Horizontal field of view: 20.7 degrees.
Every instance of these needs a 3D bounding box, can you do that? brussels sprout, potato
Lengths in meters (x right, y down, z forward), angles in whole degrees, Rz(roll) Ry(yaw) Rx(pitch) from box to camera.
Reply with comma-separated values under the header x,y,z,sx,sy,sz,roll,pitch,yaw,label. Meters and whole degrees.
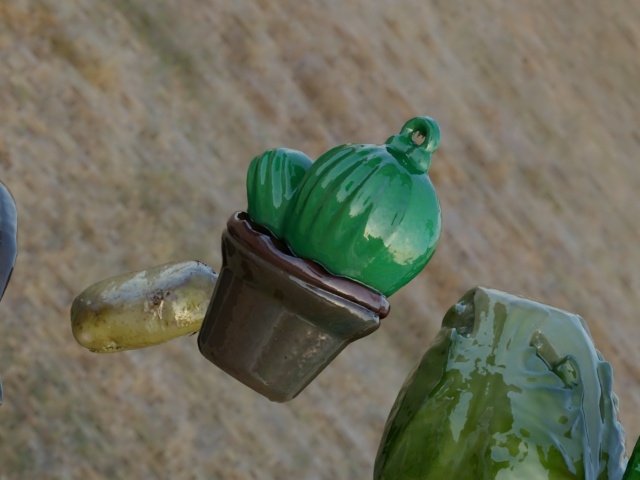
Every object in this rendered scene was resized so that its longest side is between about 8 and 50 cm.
x,y,z,sx,sy,sz,roll,pitch,yaw,label
0.156,0.171,1.453,0.219,0.210,0.271,26,71,-48,brussels sprout
-0.182,0.070,1.831,0.107,0.170,0.080,-86,163,-78,potato

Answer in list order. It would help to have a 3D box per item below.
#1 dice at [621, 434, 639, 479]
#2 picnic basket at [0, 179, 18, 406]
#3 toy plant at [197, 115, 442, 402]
x,y,z,sx,sy,sz,roll,pitch,yaw,label
0.303,0.195,1.314,0.120,0.128,0.131,19,-4,34,dice
-0.420,0.060,1.756,0.337,0.337,0.293,41,24,-34,picnic basket
0.000,0.000,1.093,0.143,0.200,0.105,31,-3,37,toy plant
